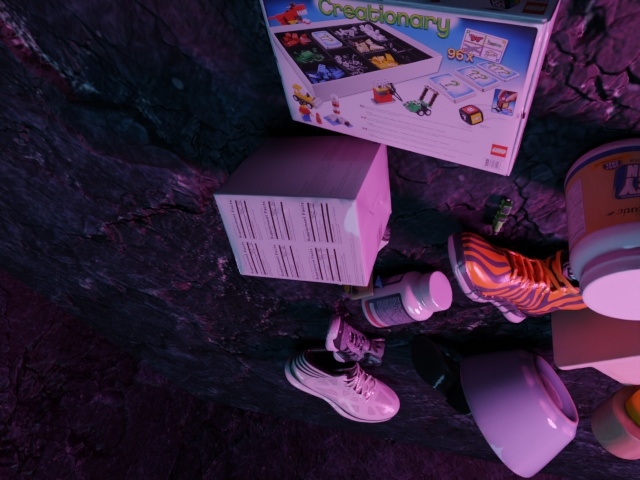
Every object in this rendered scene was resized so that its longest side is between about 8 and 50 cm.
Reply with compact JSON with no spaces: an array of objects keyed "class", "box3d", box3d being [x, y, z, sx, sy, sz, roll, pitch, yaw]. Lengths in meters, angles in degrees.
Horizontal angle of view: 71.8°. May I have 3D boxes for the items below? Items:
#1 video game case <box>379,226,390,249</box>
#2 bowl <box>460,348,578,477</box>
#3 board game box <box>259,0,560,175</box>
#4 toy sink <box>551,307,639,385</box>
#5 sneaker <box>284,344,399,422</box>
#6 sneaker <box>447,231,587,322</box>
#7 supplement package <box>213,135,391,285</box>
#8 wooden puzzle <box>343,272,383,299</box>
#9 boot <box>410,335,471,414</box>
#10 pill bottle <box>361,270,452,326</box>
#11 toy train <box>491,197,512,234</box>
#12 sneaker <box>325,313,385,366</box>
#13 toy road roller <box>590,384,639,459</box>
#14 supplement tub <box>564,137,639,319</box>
[{"class":"video game case","box3d":[0.000,0.000,0.920,0.210,0.042,0.232,23,147,-10]},{"class":"bowl","box3d":[0.512,0.398,1.101,0.311,0.312,0.163,36,121,-27]},{"class":"board game box","box3d":[0.084,-0.193,0.506,0.305,0.053,0.193,21,153,23]},{"class":"toy sink","box3d":[0.578,0.172,0.818,0.131,0.153,0.234,29,145,-19]},{"class":"sneaker","box3d":[0.111,0.491,1.500,0.447,0.169,0.257,26,149,-10]},{"class":"sneaker","box3d":[0.362,0.046,0.766,0.180,0.125,0.321,-22,146,38]},{"class":"supplement package","box3d":[-0.012,-0.053,0.673,0.202,0.194,0.149,4,127,20]},{"class":"wooden puzzle","box3d":[0.091,0.094,0.997,0.014,0.079,0.116,15,148,-39]},{"class":"boot","box3d":[0.389,0.377,1.240,0.228,0.263,0.091,11,124,-49]},{"class":"pill bottle","box3d":[0.188,0.126,0.965,0.108,0.108,0.180,36,143,-28]},{"class":"toy train","box3d":[0.303,-0.039,0.740,0.017,0.024,0.083,10,147,11]},{"class":"sneaker","box3d":[0.106,0.288,1.265,0.152,0.101,0.269,6,152,15]},{"class":"toy road roller","box3d":[0.742,0.354,0.856,0.329,0.241,0.203,-27,145,-10]},{"class":"supplement tub","box3d":[0.399,-0.015,0.567,0.144,0.200,0.144,11,148,7]}]
